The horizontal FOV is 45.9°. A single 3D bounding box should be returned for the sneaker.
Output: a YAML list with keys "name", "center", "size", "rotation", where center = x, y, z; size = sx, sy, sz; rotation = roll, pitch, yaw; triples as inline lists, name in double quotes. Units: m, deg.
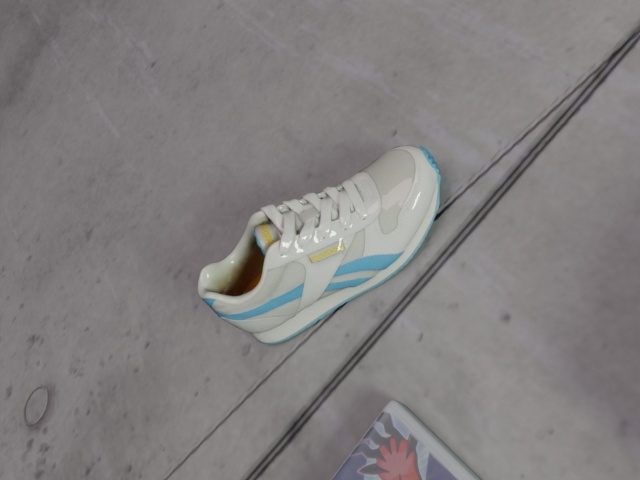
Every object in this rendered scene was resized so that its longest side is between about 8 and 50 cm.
- name: "sneaker"
  center: [0.000, 0.000, 0.629]
  size: [0.228, 0.092, 0.087]
  rotation: [-40, 46, 15]

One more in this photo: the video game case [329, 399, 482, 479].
- name: "video game case"
  center: [0.058, 0.237, 0.499]
  size: [0.183, 0.023, 0.201]
  rotation: [-54, 44, 4]
